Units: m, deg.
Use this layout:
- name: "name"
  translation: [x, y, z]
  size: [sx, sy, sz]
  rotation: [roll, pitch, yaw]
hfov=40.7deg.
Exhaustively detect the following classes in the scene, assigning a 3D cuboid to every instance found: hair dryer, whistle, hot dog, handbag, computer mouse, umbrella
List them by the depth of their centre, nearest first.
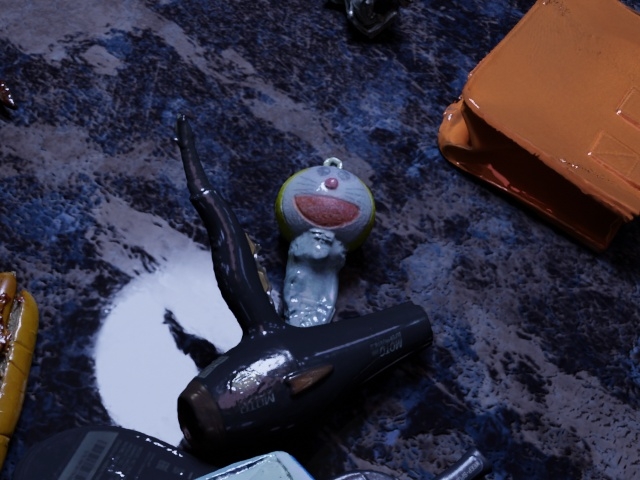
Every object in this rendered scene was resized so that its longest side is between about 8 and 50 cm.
- name: "computer mouse"
  translation: [-0.145, 0.258, 0.774]
  size: [0.264, 0.088, 0.147]
  rotation: [19, 34, 7]
- name: "hot dog"
  translation: [-0.336, 0.130, 0.835]
  size: [0.102, 0.076, 0.249]
  rotation: [5, 53, -5]
- name: "hair dryer"
  translation: [-0.048, 0.022, 0.891]
  size: [0.303, 0.120, 0.360]
  rotation: [-22, 89, -30]
- name: "whistle"
  translation: [0.000, 0.000, 0.994]
  size: [0.122, 0.123, 0.223]
  rotation: [12, 66, -4]
- name: "handbag"
  translation: [0.378, -0.195, 1.226]
  size: [0.303, 0.116, 0.410]
  rotation: [35, 54, 10]
- name: "umbrella"
  translation: [0.047, -0.463, 1.357]
  size: [0.106, 0.113, 0.358]
  rotation: [20, 40, -33]

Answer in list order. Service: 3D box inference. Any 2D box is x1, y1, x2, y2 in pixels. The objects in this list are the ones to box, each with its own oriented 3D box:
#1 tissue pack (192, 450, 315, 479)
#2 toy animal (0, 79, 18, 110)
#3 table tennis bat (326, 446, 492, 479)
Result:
- name: "tissue pack"
  translation: [-0.029, 0.318, 0.610]
  size: [0.146, 0.264, 0.198]
  rotation: [-14, 16, -21]
- name: "toy animal"
  translation: [-0.501, -0.182, 1.029]
  size: [0.243, 0.087, 0.260]
  rotation: [-19, 57, -23]
- name: "table tennis bat"
  translation: [0.077, 0.279, 0.851]
  size: [0.236, 0.027, 0.150]
  rotation: [-28, 64, -27]
